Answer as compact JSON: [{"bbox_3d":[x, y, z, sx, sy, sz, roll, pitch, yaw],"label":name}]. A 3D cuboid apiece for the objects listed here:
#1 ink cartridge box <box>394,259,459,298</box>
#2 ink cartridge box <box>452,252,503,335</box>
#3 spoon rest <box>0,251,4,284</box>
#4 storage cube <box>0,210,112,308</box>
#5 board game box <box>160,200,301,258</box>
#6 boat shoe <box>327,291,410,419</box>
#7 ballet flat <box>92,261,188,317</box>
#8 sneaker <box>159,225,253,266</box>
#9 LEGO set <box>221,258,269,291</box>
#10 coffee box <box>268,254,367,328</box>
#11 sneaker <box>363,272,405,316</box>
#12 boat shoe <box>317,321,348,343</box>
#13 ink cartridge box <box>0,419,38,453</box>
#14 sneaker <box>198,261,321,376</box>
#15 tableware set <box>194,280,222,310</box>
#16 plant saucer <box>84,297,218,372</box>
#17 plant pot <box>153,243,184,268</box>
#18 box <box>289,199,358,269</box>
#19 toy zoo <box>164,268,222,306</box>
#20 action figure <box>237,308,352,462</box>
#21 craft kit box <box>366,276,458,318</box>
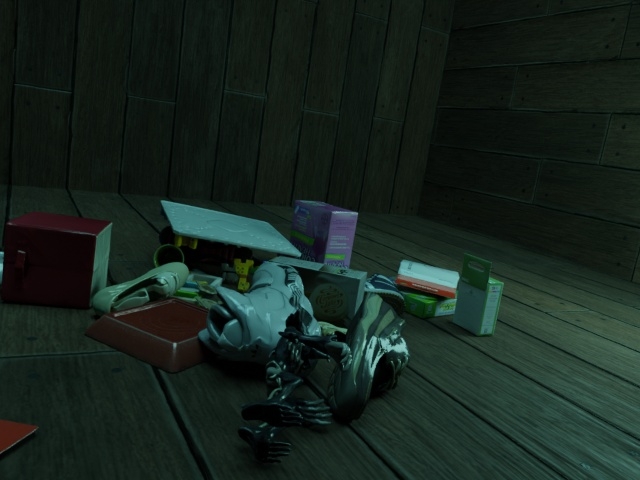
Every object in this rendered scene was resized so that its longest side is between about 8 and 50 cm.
[{"bbox_3d":[0.334,0.115,1.711,0.188,0.066,0.232,14,3,11],"label":"ink cartridge box"},{"bbox_3d":[0.440,0.148,1.525,0.062,0.210,0.109,0,13,-27],"label":"ink cartridge box"},{"bbox_3d":[-0.857,0.051,1.436,0.137,0.084,0.276,-2,28,-39],"label":"spoon rest"},{"bbox_3d":[-0.624,0.044,1.317,0.193,0.184,0.215,8,10,-12],"label":"storage cube"},{"bbox_3d":[-0.302,-0.025,1.757,0.389,0.051,0.390,12,11,-25],"label":"board game box"},{"bbox_3d":[0.111,0.218,1.064,0.130,0.132,0.355,26,28,2],"label":"boat shoe"},{"bbox_3d":[-0.401,0.120,1.282,0.248,0.086,0.086,-25,30,-38],"label":"ballet flat"},{"bbox_3d":[-0.390,0.027,1.871,0.313,0.116,0.136,14,0,-11],"label":"sneaker"},{"bbox_3d":[-0.194,0.112,1.603,0.227,0.093,0.087,5,-21,8],"label":"LEGO set"},{"bbox_3d":[-0.014,0.132,1.444,0.246,0.141,0.098,12,11,14],"label":"coffee box"},{"bbox_3d":[0.101,0.141,1.591,0.281,0.099,0.153,15,15,-1],"label":"sneaker"},{"bbox_3d":[0.023,0.218,1.258,0.135,0.050,0.045,8,5,-4],"label":"boat shoe"},{"bbox_3d":[-0.608,0.216,0.662,0.384,0.091,0.308,10,11,13],"label":"ink cartridge box"},{"bbox_3d":[-0.142,0.136,1.154,0.210,0.138,0.366,15,20,-25],"label":"sneaker"},{"bbox_3d":[-0.244,0.152,1.394,0.168,0.020,0.141,17,12,-29],"label":"tableware set"},{"bbox_3d":[-0.315,0.186,1.176,0.258,0.048,0.259,14,12,28],"label":"plant saucer"},{"bbox_3d":[-0.428,0.053,1.571,0.083,0.084,0.079,7,-2,-7],"label":"plant pot"},{"bbox_3d":[0.000,0.000,1.880,0.117,0.243,0.213,0,14,-37],"label":"box"},{"bbox_3d":[-0.386,0.123,1.497,0.192,0.030,0.293,9,10,3],"label":"toy zoo"},{"bbox_3d":[-0.031,0.225,0.881,0.140,0.164,0.276,15,25,9],"label":"action figure"},{"bbox_3d":[0.311,0.172,1.734,0.246,0.061,0.249,-4,16,-40],"label":"craft kit box"}]
